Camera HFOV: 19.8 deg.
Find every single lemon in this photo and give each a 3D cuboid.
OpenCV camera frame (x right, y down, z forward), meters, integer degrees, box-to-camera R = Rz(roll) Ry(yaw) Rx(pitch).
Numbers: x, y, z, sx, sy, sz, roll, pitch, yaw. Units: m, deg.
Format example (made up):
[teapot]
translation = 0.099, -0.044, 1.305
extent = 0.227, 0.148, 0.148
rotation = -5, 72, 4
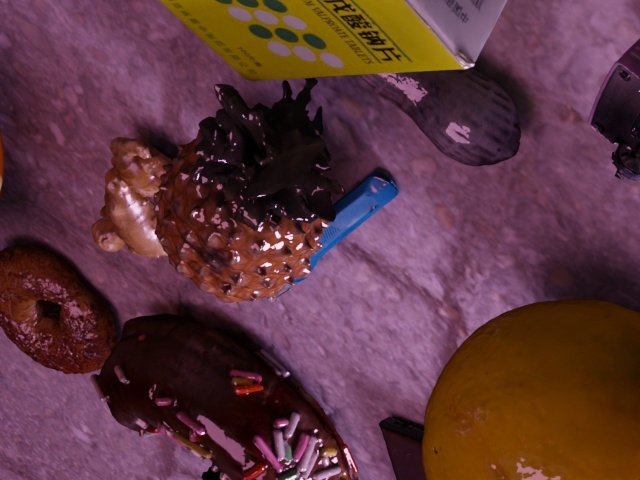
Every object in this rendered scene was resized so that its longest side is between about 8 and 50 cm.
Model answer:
[lemon]
translation = 0.218, 0.158, 1.516
extent = 0.240, 0.240, 0.219
rotation = 43, 136, -2

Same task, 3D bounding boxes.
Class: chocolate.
[chocolate]
translation = 0.091, -0.122, 1.462
extent = 0.167, 0.072, 0.072
rotation = 42, 149, 5

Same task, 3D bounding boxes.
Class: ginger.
[ginger]
translation = -0.178, -0.043, 1.880
extent = 0.193, 0.052, 0.176
rotation = 6, 135, 34

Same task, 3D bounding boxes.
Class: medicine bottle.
[medicine bottle]
translation = 0.011, -0.209, 1.342
extent = 0.250, 0.141, 0.137
rotation = 3, 148, 46

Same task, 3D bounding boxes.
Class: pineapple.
[pineapple]
translation = -0.056, -0.058, 1.577
extent = 0.169, 0.169, 0.340
rotation = 39, 160, 6

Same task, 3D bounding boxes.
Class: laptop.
[laptop]
translation = 0.146, 0.278, 1.940
extent = 0.154, 0.026, 0.207
rotation = 16, 142, 33

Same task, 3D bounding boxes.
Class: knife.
[knife]
translation = 0.001, -0.002, 1.755
extent = 0.044, 0.026, 0.296
rotation = 43, 146, -6

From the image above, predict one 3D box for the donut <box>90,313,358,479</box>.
[donut]
translation = -0.088, 0.243, 2.054
extent = 0.259, 0.136, 0.345
rotation = 11, 139, 45

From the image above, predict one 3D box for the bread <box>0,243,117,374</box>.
[bread]
translation = -0.326, 0.085, 2.189
extent = 0.193, 0.064, 0.193
rotation = 26, 142, 22

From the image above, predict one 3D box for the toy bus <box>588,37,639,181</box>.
[toy bus]
translation = 0.292, -0.068, 1.270
extent = 0.199, 0.108, 0.096
rotation = 37, 153, 12

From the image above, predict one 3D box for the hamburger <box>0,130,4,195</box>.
[hamburger]
translation = -0.492, -0.024, 1.947
extent = 0.277, 0.395, 0.396
rotation = 23, 146, 5
